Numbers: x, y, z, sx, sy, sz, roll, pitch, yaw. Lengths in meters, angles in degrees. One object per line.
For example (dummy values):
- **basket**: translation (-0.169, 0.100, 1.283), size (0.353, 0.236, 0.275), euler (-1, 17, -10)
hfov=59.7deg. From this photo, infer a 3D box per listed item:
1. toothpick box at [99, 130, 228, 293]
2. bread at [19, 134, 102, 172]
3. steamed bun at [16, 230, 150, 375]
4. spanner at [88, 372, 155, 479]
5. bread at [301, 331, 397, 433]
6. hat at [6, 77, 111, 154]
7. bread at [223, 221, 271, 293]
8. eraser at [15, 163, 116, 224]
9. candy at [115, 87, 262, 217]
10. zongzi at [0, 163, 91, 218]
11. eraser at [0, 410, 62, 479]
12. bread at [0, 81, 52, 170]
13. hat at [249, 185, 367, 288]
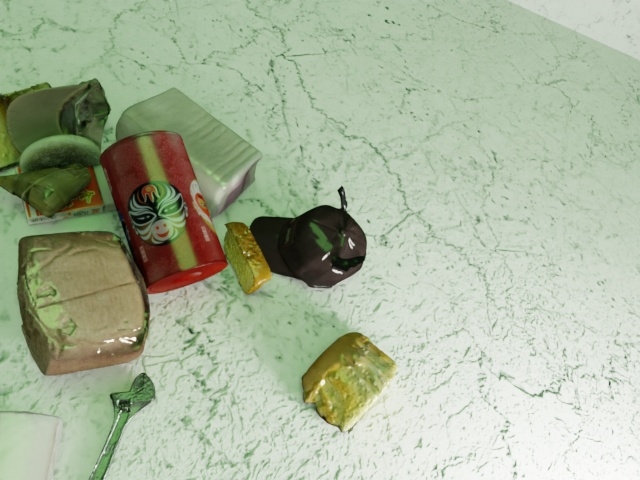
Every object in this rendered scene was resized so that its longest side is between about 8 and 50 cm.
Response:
- **toothpick box**: translation (-0.367, -0.064, 1.309), size (0.204, 0.204, 0.333), euler (-16, 79, -29)
- **bread**: translation (-0.634, -0.213, 1.364), size (0.193, 0.112, 0.036), euler (-12, 65, -26)
- **steamed bun**: translation (-0.514, 0.138, 1.181), size (0.252, 0.199, 0.301), euler (-4, 67, -43)
- **spanner**: translation (-0.421, 0.418, 1.126), size (0.093, 0.026, 0.325), euler (20, 55, -8)
- **bread**: translation (0.082, 0.311, 1.318), size (0.174, 0.133, 0.252), euler (44, 53, 9)
- **hat**: translation (-0.660, -0.320, 1.424), size (0.245, 0.214, 0.149), euler (-3, 34, -24)
- **bread**: translation (-0.190, 0.043, 1.414), size (0.065, 0.103, 0.187), euler (-20, 65, -30)
- **eraser**: translation (-0.628, -0.131, 1.405), size (0.230, 0.038, 0.157), euler (-13, 63, -27)
- **candy**: translation (-0.353, -0.247, 1.521), size (0.359, 0.145, 0.208), euler (38, 53, 6)
- **zongzi**: translation (-0.664, -0.149, 1.339), size (0.176, 0.078, 0.160), euler (28, 47, 10)
- **eraser**: translation (-0.581, 0.451, 0.997), size (0.174, 0.095, 0.270), euler (7, 55, -16)
- **bread**: translation (-0.780, -0.281, 1.403), size (0.266, 0.142, 0.178), euler (-35, 116, -37)
- **hat**: translation (-0.015, -0.017, 1.457), size (0.336, 0.209, 0.238), euler (14, 57, -10)
